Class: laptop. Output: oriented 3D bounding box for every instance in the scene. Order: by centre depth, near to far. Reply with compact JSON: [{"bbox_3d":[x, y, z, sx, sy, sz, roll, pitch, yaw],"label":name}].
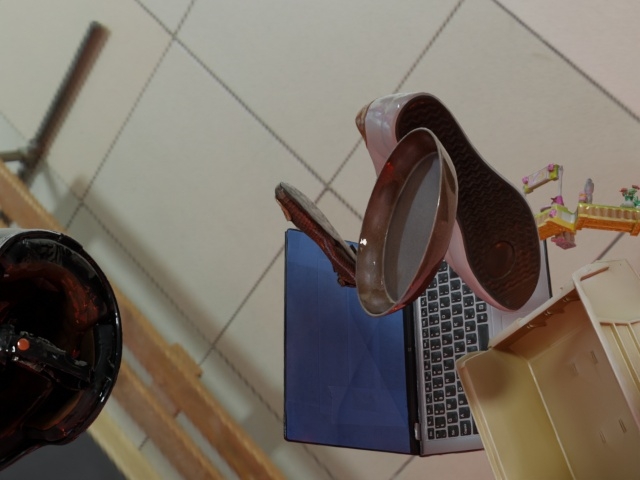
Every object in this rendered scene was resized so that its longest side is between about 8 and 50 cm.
[{"bbox_3d":[0.172,0.153,1.651,0.408,0.236,0.382,-12,64,24],"label":"laptop"}]

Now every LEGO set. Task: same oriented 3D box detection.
[{"bbox_3d":[0.395,-0.054,1.460,0.287,0.132,0.107,-11,60,37],"label":"LEGO set"}]

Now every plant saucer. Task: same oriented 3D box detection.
[{"bbox_3d":[0.076,-0.013,0.842,0.029,0.168,0.168,14,113,-18],"label":"plant saucer"}]

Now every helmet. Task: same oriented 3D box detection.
[{"bbox_3d":[-0.236,0.078,0.679,0.161,0.169,0.169,-23,87,30],"label":"helmet"}]

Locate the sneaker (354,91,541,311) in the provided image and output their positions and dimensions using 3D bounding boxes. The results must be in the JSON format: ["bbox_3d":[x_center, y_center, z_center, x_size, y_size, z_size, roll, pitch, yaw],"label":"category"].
[{"bbox_3d":[0.141,-0.046,1.065,0.290,0.106,0.123,55,162,-24],"label":"sneaker"}]

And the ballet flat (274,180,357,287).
[{"bbox_3d":[0.000,0.000,1.491,0.058,0.250,0.084,-35,41,12],"label":"ballet flat"}]

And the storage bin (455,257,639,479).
[{"bbox_3d":[0.313,0.193,1.188,0.262,0.123,0.260,-50,51,51],"label":"storage bin"}]
